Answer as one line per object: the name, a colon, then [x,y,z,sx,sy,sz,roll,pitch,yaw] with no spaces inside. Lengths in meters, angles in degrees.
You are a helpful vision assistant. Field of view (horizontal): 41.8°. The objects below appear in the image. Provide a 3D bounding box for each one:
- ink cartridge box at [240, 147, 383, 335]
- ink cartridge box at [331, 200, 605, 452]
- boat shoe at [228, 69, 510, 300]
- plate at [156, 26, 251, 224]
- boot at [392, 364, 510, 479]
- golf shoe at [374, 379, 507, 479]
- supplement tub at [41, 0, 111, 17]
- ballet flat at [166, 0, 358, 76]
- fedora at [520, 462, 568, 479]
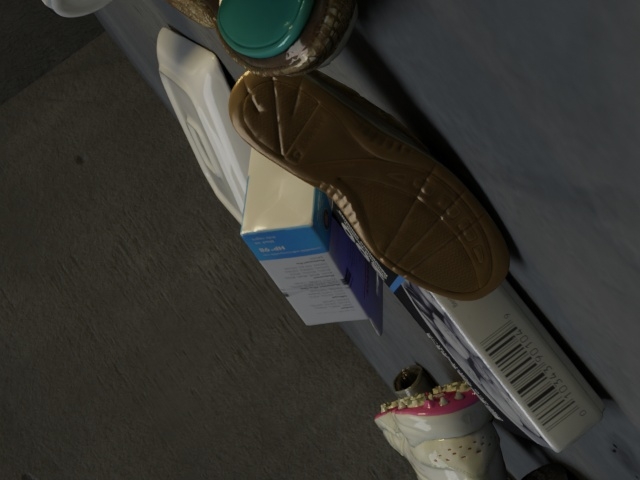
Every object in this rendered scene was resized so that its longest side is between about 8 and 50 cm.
ink cartridge box: [0.000,0.000,0.694,0.180,0.060,0.104,59,-152,-50]
ink cartridge box: [0.084,0.039,0.568,0.206,0.045,0.208,52,177,8]
boat shoe: [0.032,-0.038,0.441,0.170,0.063,0.059,41,-155,-8]
plate: [-0.136,-0.129,1.095,0.278,0.045,0.277,43,159,60]
boot: [0.195,0.287,1.222,0.208,0.076,0.190,60,172,-9]
golf shoe: [0.130,0.227,0.899,0.306,0.115,0.140,74,178,-80]
supplement tub: [-0.307,-0.356,0.942,0.190,0.117,0.117,52,175,8]
ballet flat: [-0.021,-0.117,0.397,0.067,0.073,0.206,23,-164,-34]
fedora: [0.207,0.370,0.735,0.153,0.333,0.334,20,169,8]
